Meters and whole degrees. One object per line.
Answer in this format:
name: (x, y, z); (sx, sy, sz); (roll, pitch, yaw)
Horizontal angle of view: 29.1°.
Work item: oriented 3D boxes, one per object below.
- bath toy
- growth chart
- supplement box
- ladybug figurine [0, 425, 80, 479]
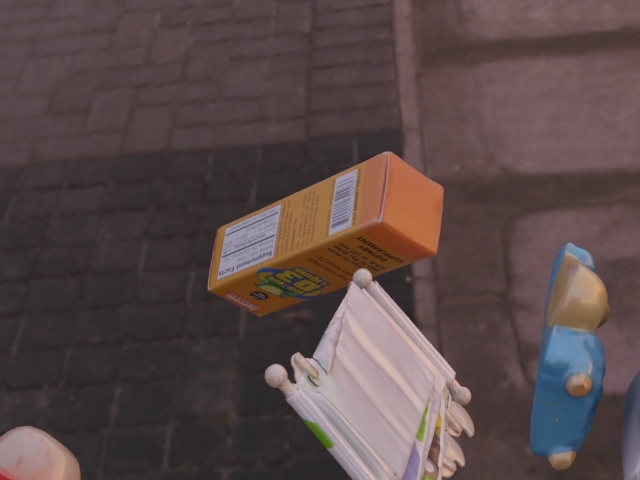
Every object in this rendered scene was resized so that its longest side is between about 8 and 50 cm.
bath toy: (0.309, 0.100, 0.773); (0.348, 0.151, 0.129); (16, 35, 3)
growth chart: (0.051, 0.115, 0.926); (0.021, 0.172, 0.237); (-33, 6, 25)
supplement box: (0.000, 0.000, 1.127); (0.233, 0.078, 0.080); (-21, 51, 44)
ladybug figurine: (-0.249, 0.244, 0.435); (0.305, 0.162, 0.449); (6, 56, 52)
